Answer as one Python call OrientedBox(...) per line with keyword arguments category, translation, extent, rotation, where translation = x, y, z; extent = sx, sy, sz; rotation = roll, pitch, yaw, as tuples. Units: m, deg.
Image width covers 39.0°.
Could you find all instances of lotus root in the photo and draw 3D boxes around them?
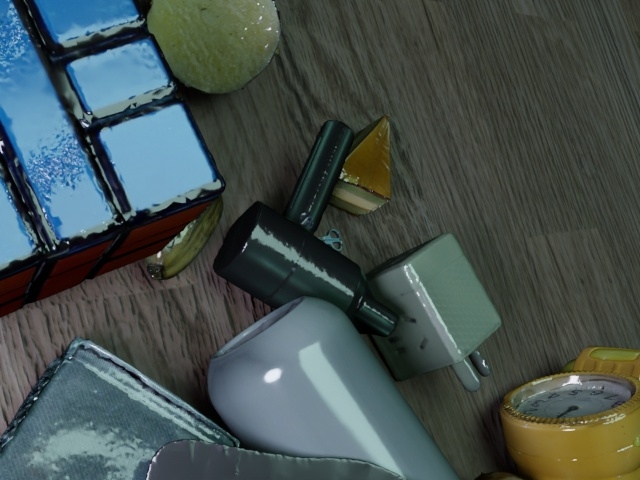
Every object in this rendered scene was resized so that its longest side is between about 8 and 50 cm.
OrientedBox(category="lotus root", translation=(-0.179, -0.027, 1.150), extent=(0.089, 0.081, 0.179), rotation=(77, 32, -48))

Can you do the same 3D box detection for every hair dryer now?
OrientedBox(category="hair dryer", translation=(0.020, -0.022, 1.256), extent=(0.244, 0.116, 0.302), rotation=(32, 64, -20))

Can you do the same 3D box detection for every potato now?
OrientedBox(category="potato", translation=(-0.146, -0.305, 1.287), extent=(0.202, 0.182, 0.117), rotation=(39, 9, 2))

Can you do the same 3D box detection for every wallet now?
OrientedBox(category="wallet", translation=(-0.253, 0.295, 0.940), extent=(0.237, 0.075, 0.342), rotation=(37, 52, -14))

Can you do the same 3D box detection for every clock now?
OrientedBox(category="clock", translation=(0.434, 0.293, 1.429), extent=(0.317, 0.244, 0.200), rotation=(-15, 96, -41))

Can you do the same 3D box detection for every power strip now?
OrientedBox(category="power strip", translation=(0.169, 0.123, 1.343), extent=(0.139, 0.140, 0.224), rotation=(-31, 93, -46))

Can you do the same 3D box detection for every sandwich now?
OrientedBox(category="sandwich", translation=(0.045, -0.135, 1.399), extent=(0.113, 0.079, 0.163), rotation=(22, 58, -33))

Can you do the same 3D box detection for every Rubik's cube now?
OrientedBox(category="Rubik's cube", translation=(-0.302, -0.090, 0.887), extent=(0.283, 0.293, 0.288), rotation=(-25, 86, -28))

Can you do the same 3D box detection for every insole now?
OrientedBox(category="insole", translation=(-0.018, 0.288, 0.986), extent=(0.349, 0.009, 0.118), rotation=(15, 80, -11))

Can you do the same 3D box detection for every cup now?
OrientedBox(category="cup", translation=(0.011, 0.233, 1.106), extent=(0.205, 0.205, 0.312), rotation=(-36, 94, -45))

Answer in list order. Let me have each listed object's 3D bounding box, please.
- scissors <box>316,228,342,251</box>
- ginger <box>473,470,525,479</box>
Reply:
OrientedBox(category="scissors", translation=(0.000, 0.000, 1.346), extent=(0.083, 0.006, 0.036), rotation=(-1, 73, -42))
OrientedBox(category="ginger", translation=(0.185, 0.449, 1.188), extent=(0.375, 0.176, 0.256), rotation=(-3, 54, -40))
